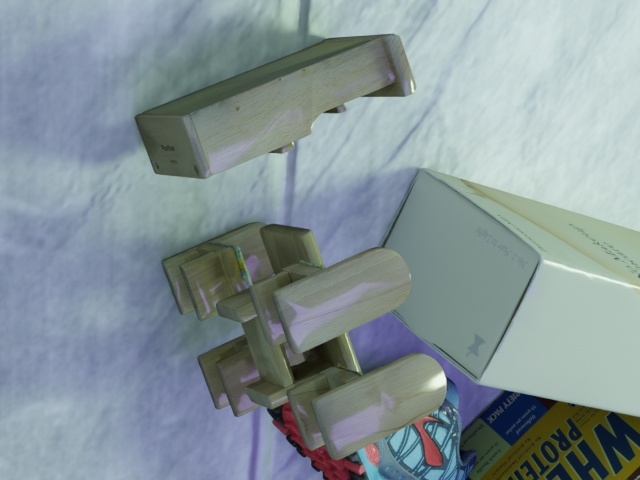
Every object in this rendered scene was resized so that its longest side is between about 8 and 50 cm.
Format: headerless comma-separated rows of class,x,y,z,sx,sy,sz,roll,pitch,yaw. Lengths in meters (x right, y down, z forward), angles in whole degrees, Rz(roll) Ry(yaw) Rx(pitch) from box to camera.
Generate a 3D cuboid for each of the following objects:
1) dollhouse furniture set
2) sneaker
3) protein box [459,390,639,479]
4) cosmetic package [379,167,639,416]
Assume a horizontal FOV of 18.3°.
dollhouse furniture set,0.000,0.000,1.351,0.161,0.212,0.242,-24,103,-21
sneaker,0.049,0.143,1.576,0.125,0.104,0.262,-52,144,-15
protein box,0.248,0.236,1.697,0.136,0.200,0.201,-44,135,-5
cosmetic package,0.204,0.052,1.572,0.309,0.160,0.113,15,108,-43
